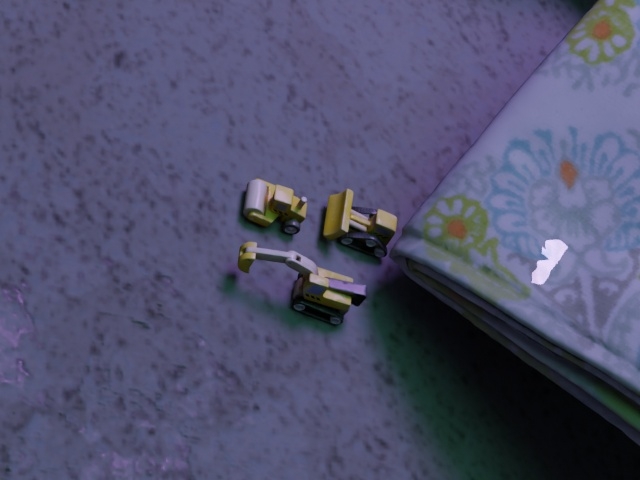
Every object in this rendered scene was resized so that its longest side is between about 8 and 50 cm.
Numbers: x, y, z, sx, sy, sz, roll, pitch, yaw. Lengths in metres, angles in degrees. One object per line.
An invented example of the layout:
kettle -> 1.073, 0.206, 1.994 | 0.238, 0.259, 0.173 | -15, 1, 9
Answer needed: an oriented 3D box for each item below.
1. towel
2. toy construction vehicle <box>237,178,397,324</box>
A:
towel -> 0.268, -0.039, 1.174 | 0.320, 0.090, 0.374 | 37, 79, 28
toy construction vehicle -> 0.000, 0.000, 1.201 | 0.098, 0.035, 0.086 | 23, 53, -17
